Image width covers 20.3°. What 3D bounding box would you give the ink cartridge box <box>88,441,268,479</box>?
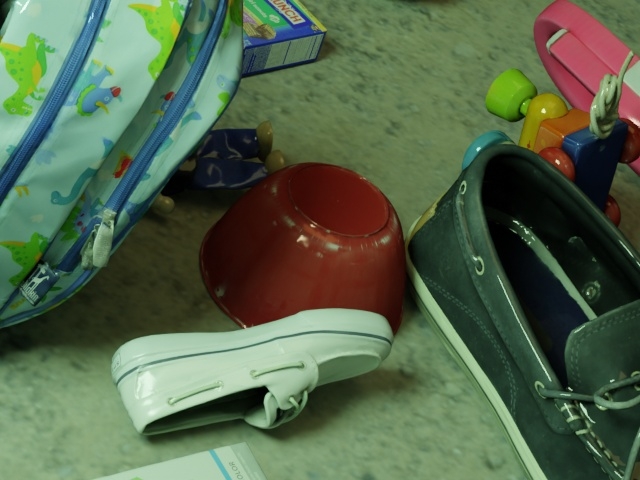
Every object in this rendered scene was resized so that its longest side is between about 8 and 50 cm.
[{"bbox_3d":[-0.121,0.215,1.209,0.209,0.062,0.109,-10,51,-33],"label":"ink cartridge box"}]

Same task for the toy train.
[{"bbox_3d":[0.205,-0.107,1.592,0.105,0.248,0.143,-23,51,-31],"label":"toy train"}]

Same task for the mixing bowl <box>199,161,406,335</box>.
[{"bbox_3d":[0.000,0.000,1.484,0.181,0.098,0.181,14,39,-12],"label":"mixing bowl"}]

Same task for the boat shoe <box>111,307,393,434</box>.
[{"bbox_3d":[-0.045,0.110,1.366,0.226,0.083,0.076,-8,60,-18],"label":"boat shoe"}]

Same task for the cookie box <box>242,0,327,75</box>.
[{"bbox_3d":[-0.063,-0.207,1.729,0.107,0.040,0.092,-17,53,-40],"label":"cookie box"}]

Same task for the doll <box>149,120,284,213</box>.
[{"bbox_3d":[-0.132,-0.074,1.541,0.189,0.046,0.129,-2,47,-20],"label":"doll"}]

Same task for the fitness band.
[{"bbox_3d":[0.301,-0.110,1.702,0.054,0.209,0.291,-40,61,0],"label":"fitness band"}]

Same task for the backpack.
[{"bbox_3d":[-0.215,-0.104,1.290,0.273,0.356,0.290,15,39,-12],"label":"backpack"}]

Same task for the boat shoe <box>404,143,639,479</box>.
[{"bbox_3d":[0.244,0.117,1.422,0.186,0.156,0.500,-15,54,-33],"label":"boat shoe"}]
